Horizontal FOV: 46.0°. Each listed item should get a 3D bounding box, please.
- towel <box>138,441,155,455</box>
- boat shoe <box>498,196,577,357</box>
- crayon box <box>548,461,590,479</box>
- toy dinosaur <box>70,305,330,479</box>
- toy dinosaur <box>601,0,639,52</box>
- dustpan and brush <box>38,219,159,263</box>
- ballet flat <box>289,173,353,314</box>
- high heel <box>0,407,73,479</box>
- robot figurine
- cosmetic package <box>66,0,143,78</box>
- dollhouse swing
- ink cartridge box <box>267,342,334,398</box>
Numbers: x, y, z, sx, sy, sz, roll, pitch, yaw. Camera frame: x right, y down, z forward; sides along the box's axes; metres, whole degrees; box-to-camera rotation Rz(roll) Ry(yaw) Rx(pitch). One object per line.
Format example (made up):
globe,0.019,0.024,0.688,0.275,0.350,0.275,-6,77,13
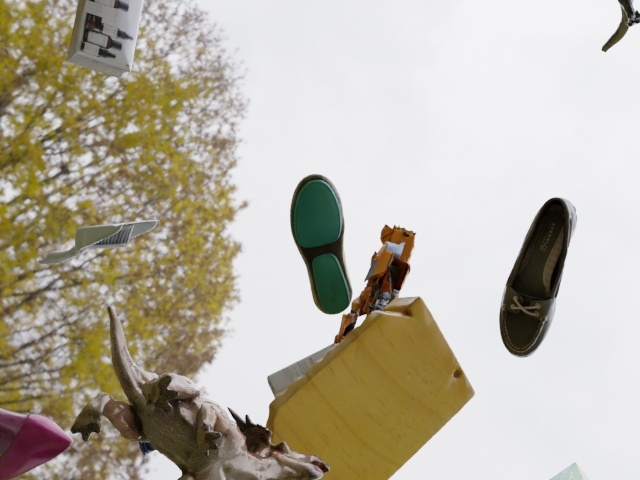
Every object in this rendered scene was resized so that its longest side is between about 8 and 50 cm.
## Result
towel,-0.210,0.221,0.973,0.029,0.119,0.067,-3,-81,6
boat shoe,0.431,0.068,1.516,0.112,0.335,0.095,16,-6,27
crayon box,0.584,0.598,1.624,0.081,0.278,0.165,-38,-99,9
toy dinosaur,-0.144,0.205,0.832,0.296,0.200,0.127,45,-83,5
toy dinosaur,0.441,-0.371,1.069,0.064,0.118,0.268,-14,-51,0
dustpan and brush,-0.405,0.005,1.328,0.211,0.147,0.060,-5,-87,12
ballet flat,0.000,0.000,1.177,0.086,0.086,0.249,11,-58,30
high heel,-0.629,0.485,1.551,0.181,0.127,0.377,23,-48,-6
robot figurine,0.097,0.121,1.417,0.085,0.291,0.211,23,-33,6
cosmetic package,-0.357,-0.409,1.290,0.098,0.239,0.060,13,-11,-34
dollhouse swing,0.017,0.259,1.264,0.305,0.346,0.315,25,-29,59
ink cartridge box,0.018,0.297,1.568,0.189,0.232,0.066,74,-9,-47
